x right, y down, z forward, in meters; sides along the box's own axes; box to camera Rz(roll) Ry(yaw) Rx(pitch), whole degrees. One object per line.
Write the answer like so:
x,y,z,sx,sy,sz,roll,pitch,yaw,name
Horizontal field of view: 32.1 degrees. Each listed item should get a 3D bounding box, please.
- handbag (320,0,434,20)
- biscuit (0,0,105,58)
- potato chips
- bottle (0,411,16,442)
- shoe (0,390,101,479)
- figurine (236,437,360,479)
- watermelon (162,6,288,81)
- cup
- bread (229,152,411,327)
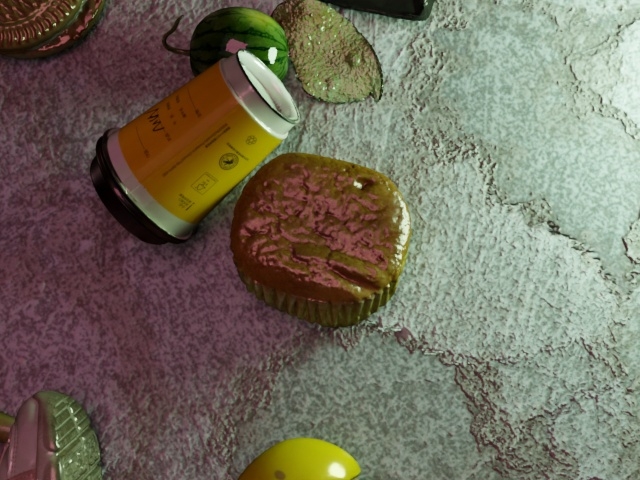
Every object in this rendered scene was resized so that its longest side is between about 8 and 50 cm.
0.086,-0.469,1.696,0.223,0.080,0.247,13,80,8,handbag
-0.461,-0.399,1.729,0.259,0.079,0.259,-1,77,5,biscuit
0.007,-0.280,1.687,0.209,0.026,0.142,25,86,5,potato chips
-0.525,0.256,1.603,0.270,0.083,0.083,13,80,-3,bottle
-0.416,0.381,1.511,0.198,0.172,0.351,-1,84,6,shoe
0.023,0.423,1.474,0.215,0.187,0.343,-44,84,-14,figurine
-0.140,-0.278,1.648,0.187,0.141,0.140,7,79,7,watermelon
-0.175,-0.133,1.563,0.280,0.196,0.196,-38,77,17,cup
0.000,0.000,1.579,0.253,0.142,0.227,20,73,10,bread
